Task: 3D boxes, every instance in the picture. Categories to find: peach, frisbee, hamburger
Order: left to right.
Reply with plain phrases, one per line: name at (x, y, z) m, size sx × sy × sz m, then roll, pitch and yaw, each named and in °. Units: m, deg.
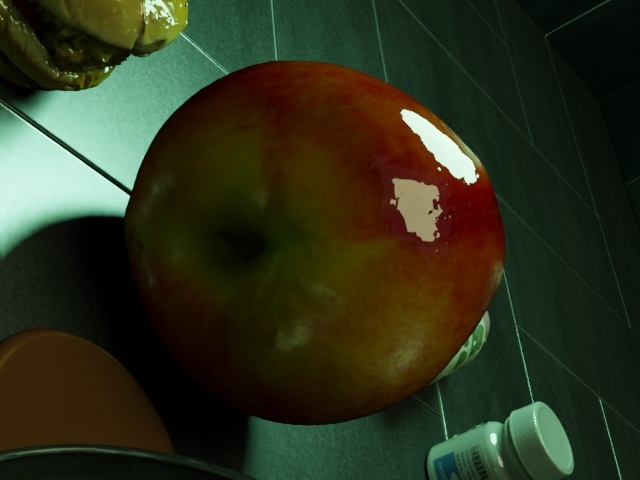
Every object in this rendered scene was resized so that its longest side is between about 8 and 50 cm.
hamburger at (-0.257, -0.270, 1.225) m, size 0.244 × 0.163 × 0.244 m, roll 41°, pitch 34°, yaw -35°
frisbee at (-0.200, 0.188, 1.043) m, size 0.251 × 0.021 × 0.250 m, roll 42°, pitch 32°, yaw -34°
peach at (0.000, 0.000, 1.226) m, size 0.388 × 0.388 × 0.388 m, roll 44°, pitch 30°, yaw -34°

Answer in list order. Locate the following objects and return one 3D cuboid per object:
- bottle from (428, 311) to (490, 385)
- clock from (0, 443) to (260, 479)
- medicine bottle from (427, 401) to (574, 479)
bottle at (0.161, 0.127, 1.681) m, size 0.253 × 0.120 × 0.120 m, roll -7°, pitch 71°, yaw -65°
clock at (-0.112, 0.254, 0.792) m, size 0.386 × 0.076 × 0.386 m, roll 15°, pitch 17°, yaw -4°
medicine bottle at (0.231, 0.286, 1.593) m, size 0.105 × 0.168 × 0.105 m, roll 44°, pitch 29°, yaw -33°
